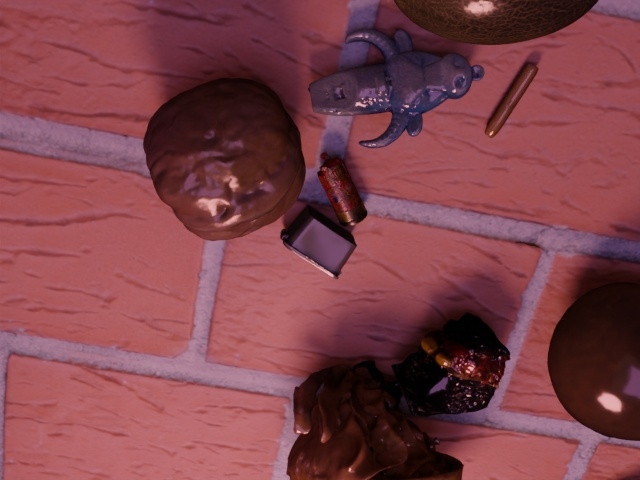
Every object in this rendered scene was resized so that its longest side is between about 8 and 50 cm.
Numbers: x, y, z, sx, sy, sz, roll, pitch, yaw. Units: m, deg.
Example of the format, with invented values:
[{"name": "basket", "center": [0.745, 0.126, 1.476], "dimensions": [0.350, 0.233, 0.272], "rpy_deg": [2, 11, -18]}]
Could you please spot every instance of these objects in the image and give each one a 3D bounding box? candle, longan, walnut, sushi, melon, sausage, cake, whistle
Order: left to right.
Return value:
[{"name": "walnut", "center": [-0.136, -0.124, 1.283], "dimensions": [0.249, 0.248, 0.248], "rpy_deg": [0, 117, 0]}, {"name": "candle", "center": [0.031, -0.088, 1.400], "dimensions": [0.052, 0.052, 0.130], "rpy_deg": [-20, 115, 10]}, {"name": "cake", "center": [0.095, 0.378, 1.529], "dimensions": [0.333, 0.332, 0.320], "rpy_deg": [-1, 87, 1]}, {"name": "whistle", "center": [0.114, -0.237, 1.301], "dimensions": [0.269, 0.093, 0.180], "rpy_deg": [-9, 93, 5]}, {"name": "sushi", "center": [0.245, 0.214, 1.503], "dimensions": [0.172, 0.153, 0.150], "rpy_deg": [14, 113, -17]}, {"name": "melon", "center": [0.236, -0.380, 1.144], "dimensions": [0.302, 0.237, 0.237], "rpy_deg": [-4, 117, 5]}, {"name": "sausage", "center": [0.300, -0.219, 1.347], "dimensions": [0.024, 0.024, 0.132], "rpy_deg": [25, 114, -12]}, {"name": "longan", "center": [0.539, 0.203, 1.445], "dimensions": [0.301, 0.243, 0.300], "rpy_deg": [-4, 111, -11]}]

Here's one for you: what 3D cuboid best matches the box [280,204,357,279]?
[{"name": "box", "center": [0.000, 0.000, 1.430], "dimensions": [0.122, 0.084, 0.069], "rpy_deg": [33, 105, -17]}]
